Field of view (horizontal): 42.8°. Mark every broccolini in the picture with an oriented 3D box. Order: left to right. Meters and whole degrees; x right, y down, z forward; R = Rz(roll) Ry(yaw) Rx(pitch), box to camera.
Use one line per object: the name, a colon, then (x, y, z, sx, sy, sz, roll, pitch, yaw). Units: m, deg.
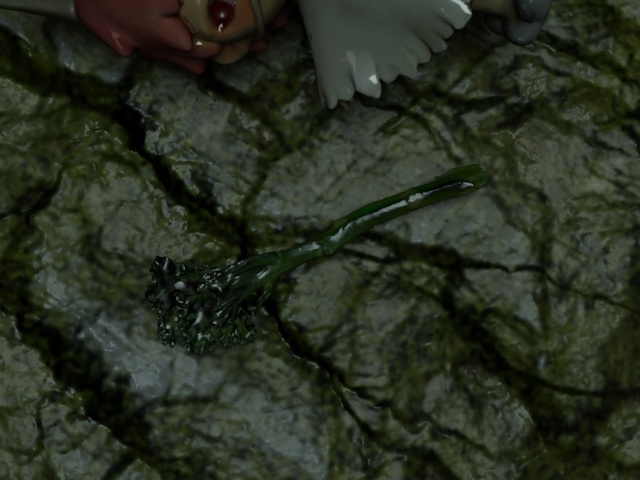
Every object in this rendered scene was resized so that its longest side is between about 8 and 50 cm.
broccolini: (0.002, 0.004, 0.557, 0.255, 0.057, 0.071, -25, 129, -5)

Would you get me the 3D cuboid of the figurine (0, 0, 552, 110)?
figurine: (-0.049, -0.185, 0.515, 0.387, 0.166, 0.206, 0, 108, -8)
